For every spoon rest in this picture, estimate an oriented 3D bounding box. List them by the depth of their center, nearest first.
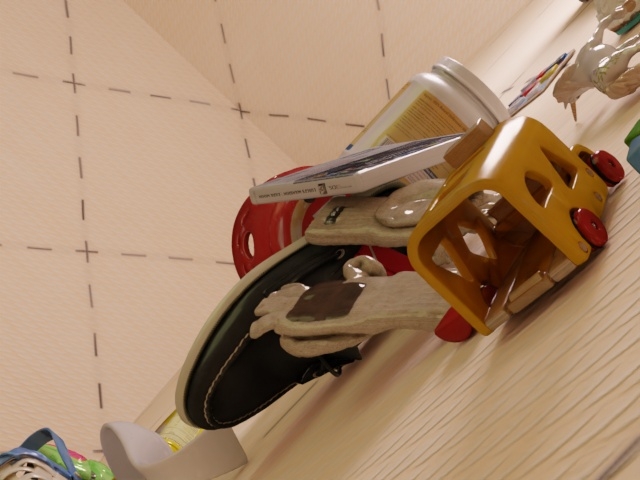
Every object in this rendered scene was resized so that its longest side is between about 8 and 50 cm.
[{"bbox_3d":[-0.185,0.256,1.170,0.084,0.137,0.276,-28,-1,-36],"label":"spoon rest"}]

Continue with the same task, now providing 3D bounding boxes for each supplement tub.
[{"bbox_3d":[0.137,-0.127,1.364,0.200,0.144,0.144,-47,4,1],"label":"supplement tub"}]

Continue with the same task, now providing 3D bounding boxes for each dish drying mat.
[{"bbox_3d":[0.075,0.024,0.975,0.032,0.083,0.008,-50,-23,-42],"label":"dish drying mat"}]

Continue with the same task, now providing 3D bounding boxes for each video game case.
[{"bbox_3d":[0.049,-0.076,1.086,0.190,0.022,0.173,-21,11,-39],"label":"video game case"}]

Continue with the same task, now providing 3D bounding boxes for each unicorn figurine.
[{"bbox_3d":[0.262,-0.161,0.944,0.111,0.060,0.162,-45,4,13],"label":"unicorn figurine"}]

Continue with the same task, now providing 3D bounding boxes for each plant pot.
[{"bbox_3d":[0.000,0.000,1.256,0.191,0.191,0.174,-48,9,-14],"label":"plant pot"}]

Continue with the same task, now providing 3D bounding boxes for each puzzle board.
[{"bbox_3d":[0.302,-0.216,1.477,0.096,0.011,0.128,-49,4,-29],"label":"puzzle board"}]

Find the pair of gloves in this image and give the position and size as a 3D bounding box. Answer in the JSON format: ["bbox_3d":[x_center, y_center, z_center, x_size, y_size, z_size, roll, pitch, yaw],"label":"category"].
[{"bbox_3d":[0.060,0.022,0.906,0.204,0.042,0.240,-9,28,28],"label":"pair of gloves"}]

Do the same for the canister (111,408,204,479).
[{"bbox_3d":[-0.201,0.286,1.373,0.126,0.073,0.170,-46,2,19],"label":"canister"}]

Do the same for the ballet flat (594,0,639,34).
[{"bbox_3d":[0.440,-0.427,1.194,0.409,0.147,0.147,-46,4,11],"label":"ballet flat"}]

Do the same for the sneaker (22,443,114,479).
[{"bbox_3d":[-0.422,0.462,1.557,0.483,0.185,0.202,-48,20,43],"label":"sneaker"}]

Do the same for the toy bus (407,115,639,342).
[{"bbox_3d":[0.132,-0.032,0.708,0.191,0.104,0.202,-47,4,-12],"label":"toy bus"}]

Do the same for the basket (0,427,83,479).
[{"bbox_3d":[-0.375,0.368,1.224,0.255,0.201,0.289,-47,35,-10],"label":"basket"}]

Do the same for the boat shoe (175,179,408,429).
[{"bbox_3d":[0.009,0.071,1.017,0.340,0.113,0.127,-39,-45,-27],"label":"boat shoe"}]
